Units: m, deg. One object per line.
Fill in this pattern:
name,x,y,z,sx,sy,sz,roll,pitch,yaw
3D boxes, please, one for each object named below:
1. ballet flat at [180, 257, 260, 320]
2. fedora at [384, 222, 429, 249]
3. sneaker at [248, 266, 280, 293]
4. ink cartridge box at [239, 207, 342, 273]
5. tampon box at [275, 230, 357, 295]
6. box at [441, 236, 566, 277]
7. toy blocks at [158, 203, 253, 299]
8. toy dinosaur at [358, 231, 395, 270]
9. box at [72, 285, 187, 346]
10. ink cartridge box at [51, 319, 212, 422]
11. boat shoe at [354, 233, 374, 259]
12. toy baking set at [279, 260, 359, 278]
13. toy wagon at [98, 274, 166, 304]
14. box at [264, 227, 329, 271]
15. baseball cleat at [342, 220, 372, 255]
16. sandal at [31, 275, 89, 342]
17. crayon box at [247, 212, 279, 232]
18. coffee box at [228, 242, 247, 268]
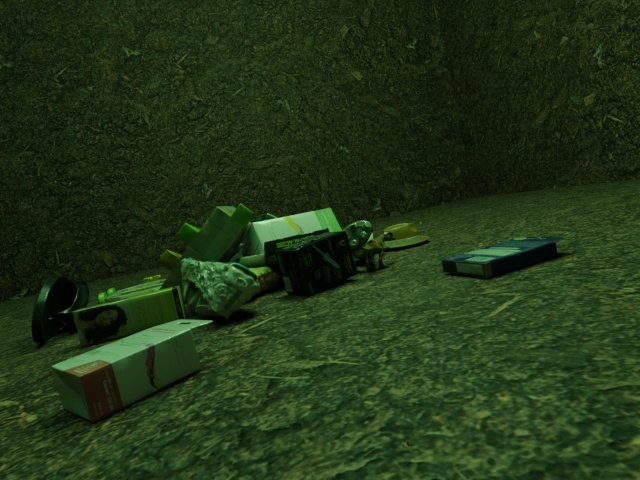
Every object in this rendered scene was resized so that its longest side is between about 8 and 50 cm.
ballet flat,-0.279,0.115,1.076,0.147,0.146,0.409,-14,4,-27
fedora,0.289,-0.018,1.561,0.195,0.079,0.194,-11,4,1
sneaker,-0.161,0.105,1.194,0.094,0.081,0.208,-9,4,6
ink cartridge box,-0.127,0.019,1.432,0.354,0.119,0.207,-13,-24,-28
tampon box,-0.010,0.055,1.100,0.161,0.120,0.102,-20,10,-34
box,0.394,0.032,0.933,0.226,0.036,0.136,-15,6,-20
toy blocks,-0.341,0.031,1.408,0.381,0.191,0.261,-53,1,6
toy dinosaur,0.140,0.026,1.188,0.064,0.112,0.212,-8,6,32
box,-0.442,0.175,1.028,0.233,0.087,0.058,-14,3,-13
ink cartridge box,-0.259,0.177,0.636,0.115,0.067,0.198,-7,8,43
boat shoe,0.117,0.026,1.345,0.081,0.079,0.227,-3,-8,-3
toy baking set,-0.016,0.084,1.391,0.257,0.030,0.197,-9,5,27
toy wagon,-0.621,0.178,1.568,0.268,0.068,0.344,-12,4,-12
box,-0.070,0.033,1.264,0.184,0.045,0.190,-11,-19,-11
baseball cleat,0.080,0.018,1.248,0.206,0.072,0.109,-42,-22,23
sandal,-0.717,0.180,1.266,0.107,0.167,0.446,5,0,-16
crayon box,-0.123,-0.009,1.837,0.323,0.083,0.203,23,-10,-22
coffee box,-0.357,0.081,1.744,0.298,0.118,0.168,-10,6,21
